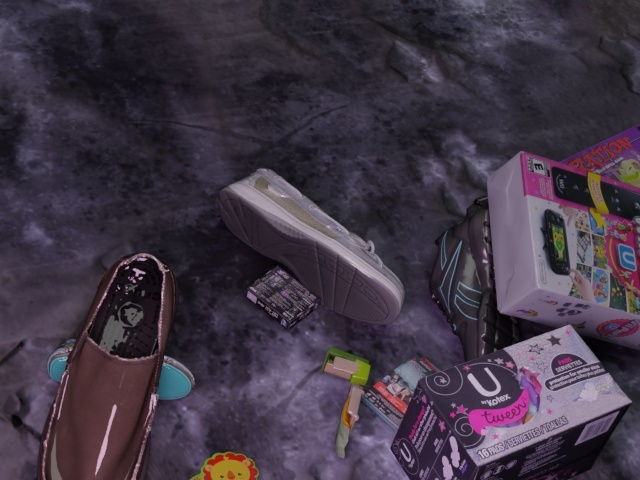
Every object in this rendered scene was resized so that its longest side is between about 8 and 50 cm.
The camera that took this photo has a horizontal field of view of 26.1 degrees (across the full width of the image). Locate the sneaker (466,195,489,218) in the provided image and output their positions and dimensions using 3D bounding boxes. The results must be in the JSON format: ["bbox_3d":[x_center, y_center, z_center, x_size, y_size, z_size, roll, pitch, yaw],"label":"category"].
[{"bbox_3d":[0.271,0.027,2.021,0.121,0.079,0.217,-9,49,-6],"label":"sneaker"}]

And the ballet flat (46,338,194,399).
[{"bbox_3d":[-0.254,0.159,1.766,0.188,0.070,0.070,12,45,-8],"label":"ballet flat"}]

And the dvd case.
[{"bbox_3d":[0.123,0.206,1.844,0.087,0.013,0.119,39,51,22],"label":"dvd case"}]

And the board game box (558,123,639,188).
[{"bbox_3d":[0.478,-0.065,2.172,0.346,0.056,0.208,-25,53,-32],"label":"board game box"}]

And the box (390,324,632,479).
[{"bbox_3d":[0.237,0.231,1.741,0.247,0.163,0.142,-17,55,-28],"label":"box"}]

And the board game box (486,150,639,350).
[{"bbox_3d":[0.390,0.022,1.940,0.303,0.097,0.224,15,56,-26],"label":"board game box"}]

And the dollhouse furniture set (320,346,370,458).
[{"bbox_3d":[0.023,0.200,1.783,0.058,0.076,0.152,18,35,0],"label":"dollhouse furniture set"}]

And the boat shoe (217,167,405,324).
[{"bbox_3d":[-0.001,0.001,1.942,0.320,0.118,0.103,32,52,26],"label":"boat shoe"}]

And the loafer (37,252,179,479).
[{"bbox_3d":[-0.258,0.169,1.651,0.133,0.130,0.366,9,67,-3],"label":"loafer"}]

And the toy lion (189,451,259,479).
[{"bbox_3d":[-0.120,0.300,1.683,0.100,0.034,0.096,-9,43,-21],"label":"toy lion"}]

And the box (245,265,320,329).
[{"bbox_3d":[-0.052,0.079,1.919,0.083,0.018,0.067,36,49,20],"label":"box"}]

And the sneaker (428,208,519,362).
[{"bbox_3d":[0.214,0.089,1.936,0.106,0.101,0.267,-18,54,31],"label":"sneaker"}]
